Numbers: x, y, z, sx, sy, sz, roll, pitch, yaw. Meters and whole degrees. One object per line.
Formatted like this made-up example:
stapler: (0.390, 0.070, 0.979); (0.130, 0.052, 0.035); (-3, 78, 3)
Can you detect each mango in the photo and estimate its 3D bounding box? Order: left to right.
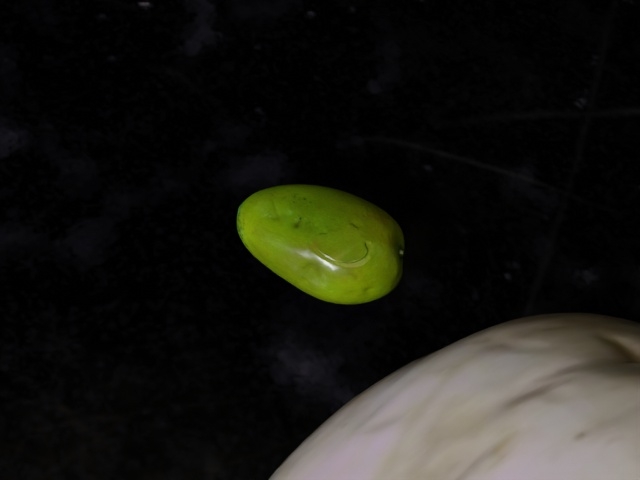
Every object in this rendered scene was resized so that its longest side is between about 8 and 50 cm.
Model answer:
mango: (0.000, 0.000, 0.809); (0.108, 0.056, 0.073); (20, 48, 5)

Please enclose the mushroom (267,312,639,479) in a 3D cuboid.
mushroom: (0.118, 0.183, 0.559); (0.353, 0.353, 0.325); (6, 70, -9)
